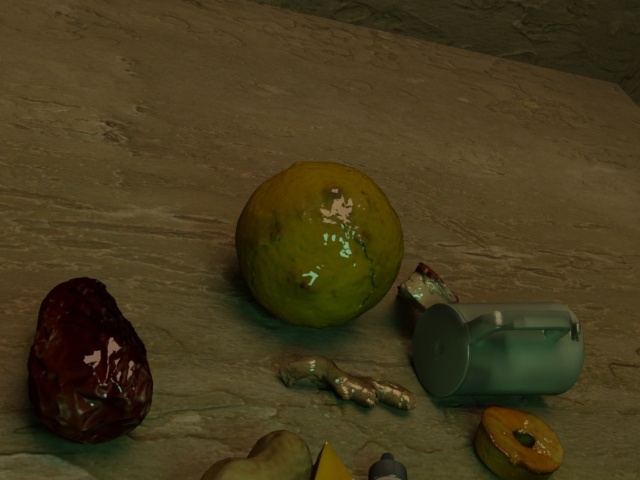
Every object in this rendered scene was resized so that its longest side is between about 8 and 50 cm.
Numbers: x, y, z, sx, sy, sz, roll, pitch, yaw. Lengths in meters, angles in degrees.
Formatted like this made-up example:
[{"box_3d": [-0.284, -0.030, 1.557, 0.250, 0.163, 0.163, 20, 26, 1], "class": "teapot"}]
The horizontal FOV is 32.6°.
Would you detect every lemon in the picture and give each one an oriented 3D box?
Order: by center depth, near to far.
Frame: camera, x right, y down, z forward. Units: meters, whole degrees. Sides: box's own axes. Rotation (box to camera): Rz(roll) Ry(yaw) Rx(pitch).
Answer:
[{"box_3d": [0.000, 0.000, 2.267, 0.349, 0.350, 0.387, 23, 26, -4], "class": "lemon"}]

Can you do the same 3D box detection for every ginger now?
[{"box_3d": [0.057, 0.286, 2.149, 0.288, 0.075, 0.089, 17, 38, -20], "class": "ginger"}]

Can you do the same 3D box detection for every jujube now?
[{"box_3d": [-0.398, 0.195, 1.861, 0.216, 0.216, 0.342, 11, 29, -22], "class": "jujube"}]

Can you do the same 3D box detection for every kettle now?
[{"box_3d": [0.389, 0.229, 2.287, 0.318, 0.205, 0.265, 4, 3, -30], "class": "kettle"}]

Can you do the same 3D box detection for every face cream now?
[{"box_3d": [0.118, 0.483, 1.881, 0.092, 0.092, 0.311, 19, 32, -10], "class": "face cream"}]

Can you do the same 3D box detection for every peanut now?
[{"box_3d": [-0.116, 0.410, 1.783, 0.147, 0.148, 0.319, 33, 36, 12], "class": "peanut"}]

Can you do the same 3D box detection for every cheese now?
[{"box_3d": [0.005, 0.433, 1.872, 0.126, 0.093, 0.171, 10, 35, -18], "class": "cheese"}]

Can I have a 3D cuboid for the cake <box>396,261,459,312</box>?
[{"box_3d": [0.209, 0.090, 2.406, 0.117, 0.086, 0.220, 50, -2, -23], "class": "cake"}]

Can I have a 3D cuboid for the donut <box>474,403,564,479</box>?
[{"box_3d": [0.389, 0.413, 2.183, 0.190, 0.075, 0.174, 5, 36, -36], "class": "donut"}]
